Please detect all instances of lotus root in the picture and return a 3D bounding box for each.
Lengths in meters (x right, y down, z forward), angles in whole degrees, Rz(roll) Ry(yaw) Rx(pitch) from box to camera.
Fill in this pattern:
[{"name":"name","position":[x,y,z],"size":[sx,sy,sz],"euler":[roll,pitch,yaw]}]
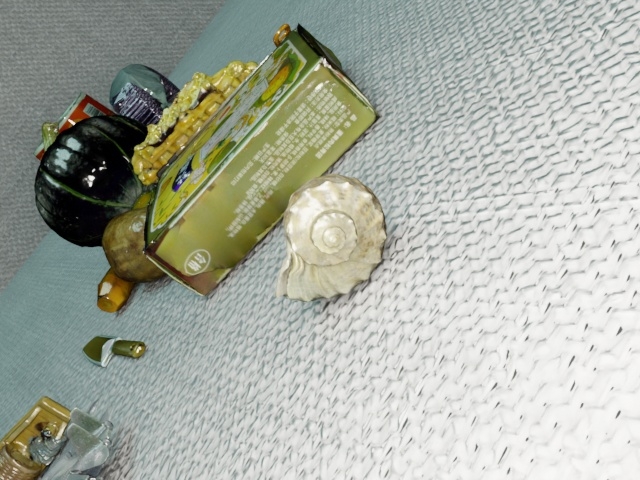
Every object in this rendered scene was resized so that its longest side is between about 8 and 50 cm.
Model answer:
[{"name":"lotus root","position":[-0.354,0.011,1.575],"size":[0.128,0.145,0.260],"euler":[-12,-2,-36]}]

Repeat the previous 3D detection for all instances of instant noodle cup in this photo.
[{"name":"instant noodle cup","position":[-0.602,-0.232,2.231],"size":[0.294,0.308,0.294],"euler":[-42,22,21]}]

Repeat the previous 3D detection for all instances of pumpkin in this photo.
[{"name":"pumpkin","position":[-0.484,-0.135,1.693],"size":[0.296,0.296,0.296],"euler":[-41,23,22]}]

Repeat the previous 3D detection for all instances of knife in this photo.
[{"name":"knife","position":[-0.395,0.205,1.494],"size":[0.343,0.027,0.061],"euler":[-7,51,60]}]

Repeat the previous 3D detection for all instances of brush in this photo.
[{"name":"brush","position":[-0.061,-0.375,1.617],"size":[0.090,0.017,0.314],"euler":[-52,-6,0]}]

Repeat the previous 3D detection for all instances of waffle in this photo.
[{"name":"waffle","position":[-0.229,-0.229,1.599],"size":[0.307,0.060,0.312],"euler":[-23,-27,-45]}]

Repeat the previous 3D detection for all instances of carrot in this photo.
[{"name":"carrot","position":[-0.410,0.051,1.724],"size":[0.070,0.070,0.260],"euler":[-35,24,35]}]

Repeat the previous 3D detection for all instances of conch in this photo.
[{"name":"conch","position":[0.000,0.000,0.909],"size":[0.155,0.130,0.207],"euler":[-37,7,-1]}]

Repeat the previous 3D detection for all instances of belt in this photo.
[{"name":"belt","position":[-0.456,-0.370,2.230],"size":[0.122,0.260,0.325],"euler":[-44,32,18]}]

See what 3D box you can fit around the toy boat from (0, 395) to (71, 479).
[{"name":"toy boat","position":[-0.531,0.400,1.350],"size":[0.310,0.089,0.115],"euler":[-50,12,2]}]

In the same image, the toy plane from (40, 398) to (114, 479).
[{"name":"toy plane","position":[-0.372,0.362,1.125],"size":[0.267,0.088,0.212],"euler":[-56,19,9]}]

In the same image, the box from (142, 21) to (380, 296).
[{"name":"box","position":[-0.115,-0.155,1.375],"size":[0.420,0.138,0.373],"euler":[-46,22,11]}]
